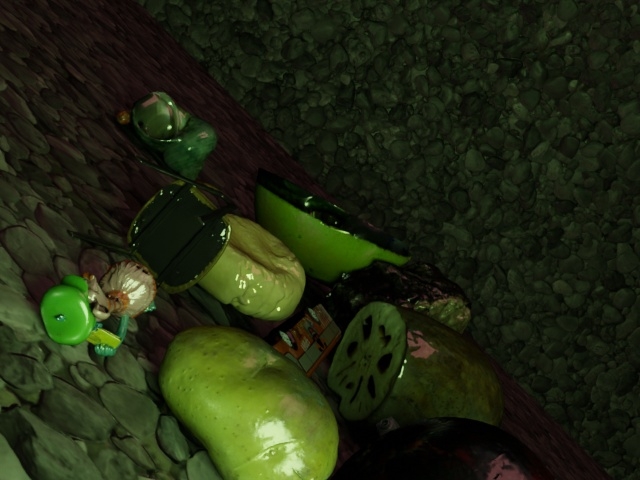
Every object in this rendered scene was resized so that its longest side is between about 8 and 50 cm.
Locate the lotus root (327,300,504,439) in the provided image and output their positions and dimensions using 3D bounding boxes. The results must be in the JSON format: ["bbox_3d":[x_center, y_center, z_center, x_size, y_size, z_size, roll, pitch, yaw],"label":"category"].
[{"bbox_3d":[0.198,0.277,1.504,0.346,0.250,0.250,33,16,-35],"label":"lotus root"}]

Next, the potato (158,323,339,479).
[{"bbox_3d":[-0.086,0.199,0.965,0.248,0.143,0.169,40,12,18],"label":"potato"}]

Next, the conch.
[{"bbox_3d":[-0.314,-0.224,1.768,0.188,0.122,0.176,46,30,10],"label":"conch"}]

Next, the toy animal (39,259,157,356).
[{"bbox_3d":[-0.250,0.078,0.964,0.208,0.100,0.103,-67,152,-82],"label":"toy animal"}]

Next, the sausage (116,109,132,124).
[{"bbox_3d":[-0.417,-0.266,1.761,0.031,0.031,0.107,45,11,-5],"label":"sausage"}]

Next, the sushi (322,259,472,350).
[{"bbox_3d":[0.170,0.159,1.724,0.350,0.210,0.171,0,30,-38],"label":"sushi"}]

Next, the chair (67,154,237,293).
[{"bbox_3d":[-0.221,-0.018,1.207,0.172,0.159,0.247,46,11,15],"label":"chair"}]

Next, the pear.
[{"bbox_3d":[-0.001,0.003,1.852,0.399,0.165,0.399,28,0,0],"label":"pear"}]

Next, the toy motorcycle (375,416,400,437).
[{"bbox_3d":[0.140,0.366,1.239,0.159,0.106,0.270,62,0,-31],"label":"toy motorcycle"}]

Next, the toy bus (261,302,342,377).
[{"bbox_3d":[-0.045,0.178,1.342,0.092,0.093,0.409,52,11,3],"label":"toy bus"}]

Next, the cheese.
[{"bbox_3d":[-0.137,0.040,1.366,0.214,0.117,0.226,20,17,-43],"label":"cheese"}]

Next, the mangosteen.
[{"bbox_3d":[0.142,0.348,0.906,0.300,0.300,0.300,44,10,-10],"label":"mangosteen"}]
